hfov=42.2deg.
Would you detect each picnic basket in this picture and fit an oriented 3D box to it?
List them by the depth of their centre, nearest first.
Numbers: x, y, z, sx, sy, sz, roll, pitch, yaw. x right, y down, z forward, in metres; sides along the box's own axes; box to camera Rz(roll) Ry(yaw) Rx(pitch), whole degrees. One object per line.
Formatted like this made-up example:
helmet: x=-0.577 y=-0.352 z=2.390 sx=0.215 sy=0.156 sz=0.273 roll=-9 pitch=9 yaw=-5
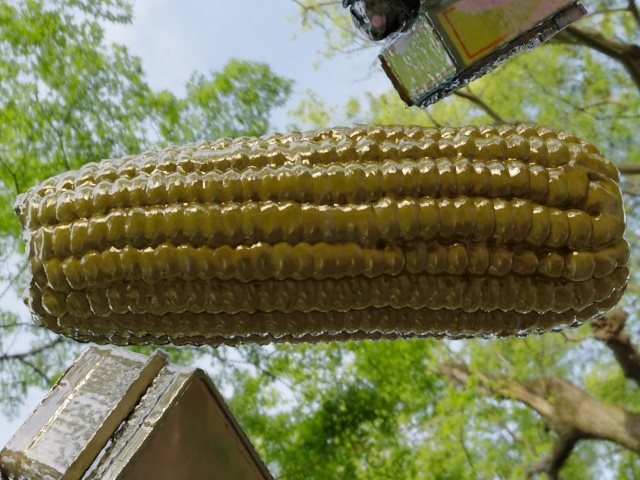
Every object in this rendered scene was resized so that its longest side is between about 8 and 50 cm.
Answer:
picnic basket: x=-0.158 y=0.237 z=0.798 sx=0.165 sy=0.139 sz=0.266 roll=-56 pitch=-42 yaw=-34

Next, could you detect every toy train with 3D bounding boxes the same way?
toy train: x=0.151 y=-0.261 z=0.869 sx=0.261 sy=0.134 sz=0.177 roll=-33 pitch=-87 yaw=-21

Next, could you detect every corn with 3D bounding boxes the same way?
corn: x=0.000 y=0.000 z=0.480 sx=0.345 sy=0.131 sz=0.131 roll=-4 pitch=-59 yaw=-2
